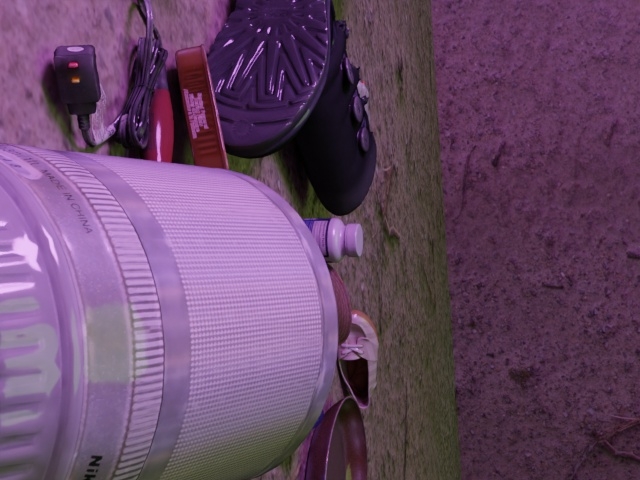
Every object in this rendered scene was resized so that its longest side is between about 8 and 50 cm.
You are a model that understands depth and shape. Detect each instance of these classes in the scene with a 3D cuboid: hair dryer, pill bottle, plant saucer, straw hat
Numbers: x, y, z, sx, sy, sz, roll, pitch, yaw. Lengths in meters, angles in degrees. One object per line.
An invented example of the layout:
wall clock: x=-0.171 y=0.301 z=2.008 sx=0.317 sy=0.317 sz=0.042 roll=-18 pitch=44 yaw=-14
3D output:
hair dryer: x=-0.149 y=-0.077 z=0.833 sx=0.223 sy=0.080 sz=0.293 roll=-64 pitch=149 yaw=-60
pill bottle: x=0.000 y=0.000 z=1.284 sx=0.067 sy=0.120 sz=0.067 roll=-1 pitch=90 yaw=-75
plant saucer: x=0.027 y=0.425 z=1.490 sx=0.310 sy=0.050 sz=0.311 roll=0 pitch=90 yaw=-74
straw hat: x=-0.018 y=0.105 z=1.306 sx=0.061 sy=0.144 sz=0.144 roll=-13 pitch=105 yaw=-33

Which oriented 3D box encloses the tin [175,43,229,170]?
tin: x=-0.122 y=-0.116 z=0.918 sx=0.106 sy=0.040 sz=0.190 roll=80 pitch=-3 yaw=-74

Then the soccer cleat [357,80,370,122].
soccer cleat: x=0.060 y=-0.244 z=1.623 sx=0.196 sy=0.068 sz=0.076 roll=58 pitch=38 yaw=-67

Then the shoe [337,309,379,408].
shoe: x=0.072 y=0.224 z=1.611 sx=0.058 sy=0.076 sz=0.219 roll=-78 pitch=162 yaw=-53

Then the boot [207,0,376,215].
boot: x=-0.021 y=-0.166 z=1.229 sx=0.445 sy=0.146 sz=0.367 roll=74 pitch=26 yaw=-61

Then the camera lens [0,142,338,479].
camera lens: x=-0.137 y=0.058 z=0.516 sx=0.274 sy=0.219 sz=0.219 roll=1 pitch=88 yaw=-56

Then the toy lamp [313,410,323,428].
toy lamp: x=-0.047 y=0.141 z=1.187 sx=0.080 sy=0.080 sz=0.275 roll=-67 pitch=151 yaw=-55
